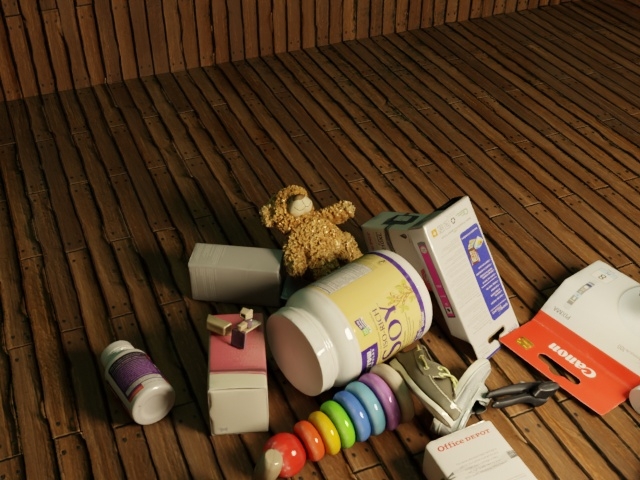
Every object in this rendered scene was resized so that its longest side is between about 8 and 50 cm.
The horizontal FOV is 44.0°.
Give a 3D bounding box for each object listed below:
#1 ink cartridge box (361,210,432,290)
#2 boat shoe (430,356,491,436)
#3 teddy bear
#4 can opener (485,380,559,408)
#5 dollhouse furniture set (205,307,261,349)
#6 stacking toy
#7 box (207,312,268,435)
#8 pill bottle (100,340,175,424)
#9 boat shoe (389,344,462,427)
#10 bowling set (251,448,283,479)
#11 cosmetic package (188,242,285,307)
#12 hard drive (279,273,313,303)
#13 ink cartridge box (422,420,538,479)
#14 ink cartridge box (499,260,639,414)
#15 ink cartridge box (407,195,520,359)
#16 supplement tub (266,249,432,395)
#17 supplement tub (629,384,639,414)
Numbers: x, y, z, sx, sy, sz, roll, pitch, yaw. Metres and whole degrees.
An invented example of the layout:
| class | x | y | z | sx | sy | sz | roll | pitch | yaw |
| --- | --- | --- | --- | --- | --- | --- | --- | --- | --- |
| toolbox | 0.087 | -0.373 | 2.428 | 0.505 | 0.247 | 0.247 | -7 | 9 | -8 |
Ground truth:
| class | x | y | z | sx | sy | sz | roll | pitch | yaw |
| --- | --- | --- | --- | --- | --- | --- | --- | --- | --- |
| ink cartridge box | 0.234 | 0.025 | 2.027 | 0.100 | 0.172 | 0.237 | -31 | 23 | -33 |
| boat shoe | 0.329 | 0.354 | 1.743 | 0.081 | 0.079 | 0.227 | 29 | 51 | 23 |
| teddy bear | 0.000 | 0.000 | 2.006 | 0.245 | 0.113 | 0.338 | -21 | 82 | -11 |
| can opener | 0.437 | 0.335 | 1.743 | 0.186 | 0.073 | 0.059 | -2 | 38 | -26 |
| dollhouse furniture set | -0.188 | 0.167 | 1.741 | 0.114 | 0.091 | 0.081 | 18 | 25 | 24 |
| stacking toy | 0.030 | 0.389 | 1.653 | 0.330 | 0.141 | 0.141 | -25 | 44 | -23 |
| box | -0.182 | 0.292 | 1.755 | 0.126 | 0.149 | 0.232 | -2 | 38 | -5 |
| pill bottle | -0.413 | 0.310 | 1.766 | 0.108 | 0.108 | 0.193 | -24 | 44 | -28 |
| boat shoe | 0.235 | 0.301 | 1.692 | 0.091 | 0.109 | 0.305 | -38 | 16 | -3 |
| bowling set | -0.064 | 0.550 | 1.453 | 0.199 | 0.154 | 0.287 | 23 | 38 | -1 |
| cosmetic package | -0.212 | 0.089 | 2.043 | 0.237 | 0.127 | 0.107 | 4 | 38 | 3 |
| hard drive | -0.033 | 0.142 | 2.026 | 0.135 | 0.022 | 0.094 | 18 | 38 | -5 |
| ink cartridge box | 0.323 | 0.481 | 1.553 | 0.160 | 0.093 | 0.219 | -15 | 39 | -19 |
| ink cartridge box | 0.671 | 0.217 | 1.896 | 0.384 | 0.091 | 0.308 | -23 | 43 | -32 |
| ink cartridge box | 0.350 | 0.096 | 1.903 | 0.175 | 0.371 | 0.069 | -32 | 12 | -35 |
| supplement tub | 0.066 | 0.187 | 1.819 | 0.331 | 0.241 | 0.241 | -28 | 45 | -31 |
| supplement tub | 0.749 | 0.340 | 1.758 | 0.107 | 0.071 | 0.071 | -20 | 41 | -25 |
